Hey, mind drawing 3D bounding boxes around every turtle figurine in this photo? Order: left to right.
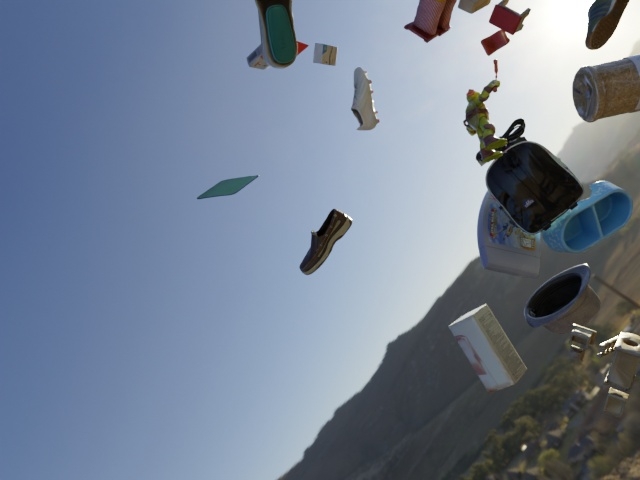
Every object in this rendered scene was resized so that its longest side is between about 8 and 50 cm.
[{"bbox_3d":[0.443,-0.340,1.389,0.087,0.217,0.269,-8,-23,-8],"label":"turtle figurine"}]

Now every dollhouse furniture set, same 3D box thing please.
[{"bbox_3d":[0.499,-0.768,1.765,0.152,0.374,0.201,-36,-25,-29],"label":"dollhouse furniture set"},{"bbox_3d":[0.704,0.316,1.282,0.101,0.161,0.181,-22,-57,-48],"label":"dollhouse furniture set"}]

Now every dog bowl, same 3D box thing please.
[{"bbox_3d":[0.848,-0.067,1.598,0.297,0.165,0.074,-30,20,-5],"label":"dog bowl"}]

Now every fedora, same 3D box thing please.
[{"bbox_3d":[0.815,0.215,1.676,0.275,0.124,0.243,-46,5,42],"label":"fedora"}]

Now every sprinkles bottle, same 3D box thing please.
[{"bbox_3d":[0.725,-0.343,1.053,0.356,0.121,0.121,-12,-20,5],"label":"sprinkles bottle"}]

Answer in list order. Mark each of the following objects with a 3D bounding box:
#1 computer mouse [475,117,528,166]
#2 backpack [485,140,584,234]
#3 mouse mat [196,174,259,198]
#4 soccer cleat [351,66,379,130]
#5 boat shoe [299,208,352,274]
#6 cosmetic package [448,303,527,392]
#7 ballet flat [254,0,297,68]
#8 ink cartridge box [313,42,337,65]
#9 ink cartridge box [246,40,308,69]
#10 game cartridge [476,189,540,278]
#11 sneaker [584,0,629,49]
[{"bbox_3d":[0.640,-0.260,1.674,0.188,0.072,0.272,-42,-41,13],"label":"computer mouse"},{"bbox_3d":[0.634,-0.174,1.542,0.225,0.253,0.191,-45,-4,21],"label":"backpack"},{"bbox_3d":[-0.317,-0.184,1.739,0.152,0.190,0.007,-47,-55,-45],"label":"mouse mat"},{"bbox_3d":[0.126,-0.437,1.569,0.076,0.196,0.068,-15,4,-10],"label":"soccer cleat"},{"bbox_3d":[-0.003,-0.002,1.781,0.257,0.095,0.095,-53,25,-5],"label":"boat shoe"},{"bbox_3d":[0.650,0.418,1.976,0.153,0.296,0.129,-16,-16,-49],"label":"cosmetic package"},{"bbox_3d":[-0.092,-0.460,0.974,0.086,0.086,0.248,-28,-58,-53],"label":"ballet flat"},{"bbox_3d":[0.018,-0.479,1.311,0.083,0.028,0.048,-19,-58,-53],"label":"ink cartridge box"},{"bbox_3d":[-0.143,-0.638,1.754,0.179,0.045,0.145,-3,-17,-47],"label":"ink cartridge box"},{"bbox_3d":[0.613,-0.035,1.653,0.062,0.198,0.297,119,163,-66],"label":"game cartridge"},{"bbox_3d":[0.765,-0.609,1.385,0.192,0.064,0.086,-62,25,7],"label":"sneaker"}]
